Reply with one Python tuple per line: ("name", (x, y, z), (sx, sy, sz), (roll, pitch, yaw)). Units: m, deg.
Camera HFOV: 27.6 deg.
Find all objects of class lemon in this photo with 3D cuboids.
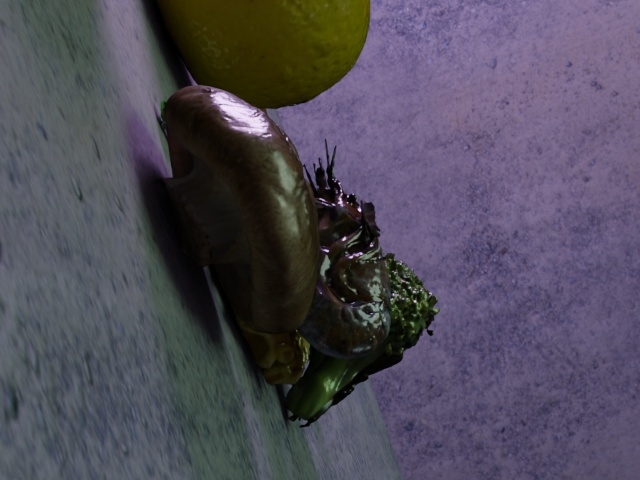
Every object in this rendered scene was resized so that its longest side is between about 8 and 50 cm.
("lemon", (-0.081, -0.349, 1.816), (0.336, 0.336, 0.336), (-19, 90, -86))

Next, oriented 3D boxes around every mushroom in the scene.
("mushroom", (-0.078, -0.031, 1.333), (0.278, 0.146, 0.278), (54, -21, 33))

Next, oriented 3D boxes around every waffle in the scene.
("waffle", (-0.085, 0.036, 1.601), (0.309, 0.065, 0.283), (-90, 159, -68))

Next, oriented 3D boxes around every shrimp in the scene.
("shrimp", (0.004, 0.004, 1.607), (0.116, 0.145, 0.343), (100, -14, -48))

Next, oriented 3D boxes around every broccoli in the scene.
("broccoli", (0.012, 0.092, 1.718), (0.242, 0.273, 0.180), (-5, -61, 51))

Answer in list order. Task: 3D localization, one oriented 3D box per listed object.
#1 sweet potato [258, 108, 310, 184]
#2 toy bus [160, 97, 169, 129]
("sweet potato", (-0.063, -0.067, 2.021), (0.130, 0.131, 0.422), (48, 18, -81))
("toy bus", (-0.159, -0.126, 1.505), (0.031, 0.037, 0.083), (-103, 173, -57))
